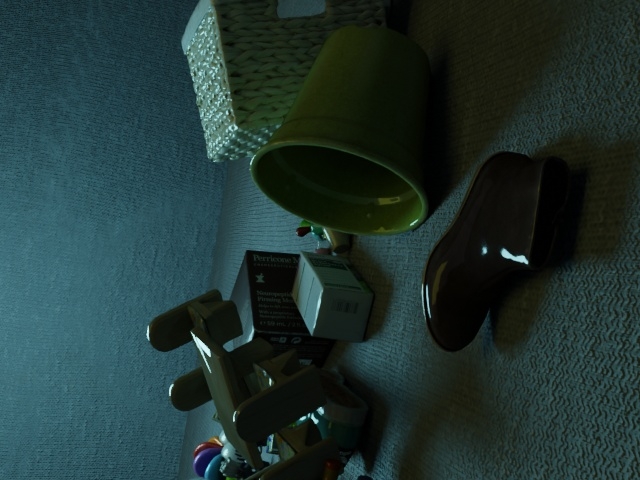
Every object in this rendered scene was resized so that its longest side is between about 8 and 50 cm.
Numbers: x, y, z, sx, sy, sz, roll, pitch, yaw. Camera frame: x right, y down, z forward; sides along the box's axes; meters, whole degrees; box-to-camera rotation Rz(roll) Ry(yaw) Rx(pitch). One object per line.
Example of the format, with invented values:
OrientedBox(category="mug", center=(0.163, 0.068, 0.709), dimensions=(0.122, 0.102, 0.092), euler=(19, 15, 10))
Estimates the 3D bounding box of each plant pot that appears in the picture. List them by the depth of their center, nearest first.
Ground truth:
OrientedBox(category="plant pot", center=(0.059, -0.182, 1.534), dimensions=(0.276, 0.276, 0.254), euler=(130, 159, -65))

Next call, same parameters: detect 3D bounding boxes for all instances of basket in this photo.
OrientedBox(category="basket", center=(-0.059, -0.319, 1.838), dimensions=(0.331, 0.328, 0.266), euler=(155, 105, -72))

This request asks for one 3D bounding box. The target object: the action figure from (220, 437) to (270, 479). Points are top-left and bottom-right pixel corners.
OrientedBox(category="action figure", center=(-0.160, 0.533, 2.135), dimensions=(0.276, 0.141, 0.164), euler=(-97, 23, -60))

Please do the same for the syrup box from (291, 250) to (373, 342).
OrientedBox(category="syrup box", center=(0.017, 0.097, 1.793), dimensions=(0.237, 0.093, 0.096), euler=(-123, 43, -71))

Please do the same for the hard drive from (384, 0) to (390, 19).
OrientedBox(category="hard drive", center=(0.089, -0.541, 2.053), dimensions=(0.233, 0.047, 0.353), euler=(120, 156, -57))

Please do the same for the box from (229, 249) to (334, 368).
OrientedBox(category="box", center=(-0.079, 0.151, 1.968), dimensions=(0.167, 0.168, 0.203), euler=(112, 156, -45))

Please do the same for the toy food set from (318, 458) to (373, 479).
OrientedBox(category="toy food set", center=(0.054, 0.399, 1.380), dimensions=(0.232, 0.111, 0.104), euler=(-129, 50, -76))

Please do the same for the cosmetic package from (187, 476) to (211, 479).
OrientedBox(category="cosmetic package", center=(-0.262, 0.709, 2.105), dimensions=(0.217, 0.156, 0.385), euler=(135, 116, -69))

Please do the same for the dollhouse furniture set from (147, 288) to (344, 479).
OrientedBox(category="dollhouse furniture set", center=(-0.158, 0.341, 1.599), dimensions=(0.362, 0.256, 0.394), euler=(30, 140, 55))

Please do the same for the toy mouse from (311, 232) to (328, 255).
OrientedBox(category="toy mouse", center=(0.000, 0.000, 2.070), dimensions=(0.143, 0.031, 0.161), euler=(131, 146, -66))

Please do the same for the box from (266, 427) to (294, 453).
OrientedBox(category="box", center=(-0.072, 0.359, 2.057), dimensions=(0.054, 0.059, 0.169), euler=(135, 143, -70))

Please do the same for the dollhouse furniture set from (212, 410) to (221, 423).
OrientedBox(category="dollhouse furniture set", center=(-0.145, 0.343, 2.306), dimensions=(0.184, 0.129, 0.129), euler=(-58, -9, -50))

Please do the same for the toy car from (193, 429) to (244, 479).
OrientedBox(category="toy car", center=(-0.256, 0.563, 2.517), dimensions=(0.182, 0.136, 0.159), euler=(-119, 41, -69))

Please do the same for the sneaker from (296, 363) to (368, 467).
OrientedBox(category="sneaker", center=(-0.005, 0.297, 1.715), dimensions=(0.302, 0.108, 0.121), euler=(-145, 70, -74))

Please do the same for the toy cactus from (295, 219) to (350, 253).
OrientedBox(category="toy cactus", center=(0.013, -0.060, 1.924), dimensions=(0.219, 0.112, 0.180), euler=(-45, 49, 37))

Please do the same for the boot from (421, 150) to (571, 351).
OrientedBox(category="boot", center=(0.193, 0.020, 1.115), dimensions=(0.207, 0.090, 0.248), euler=(-154, 77, -78))

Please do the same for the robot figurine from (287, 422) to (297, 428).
OrientedBox(category="robot figurine", center=(-0.051, 0.326, 1.976), dimensions=(0.115, 0.067, 0.101), euler=(-111, 41, -65))
